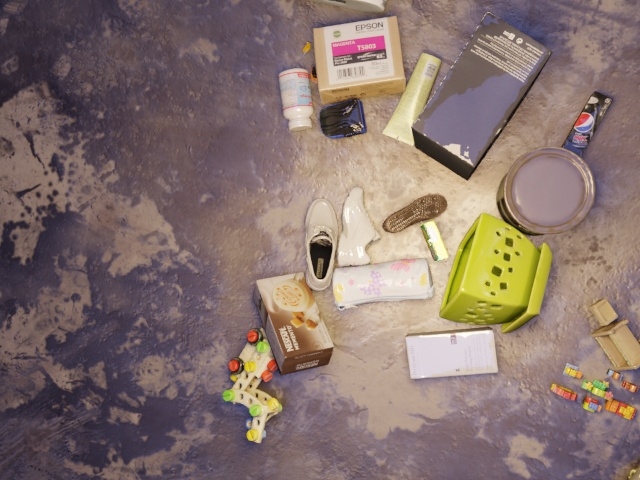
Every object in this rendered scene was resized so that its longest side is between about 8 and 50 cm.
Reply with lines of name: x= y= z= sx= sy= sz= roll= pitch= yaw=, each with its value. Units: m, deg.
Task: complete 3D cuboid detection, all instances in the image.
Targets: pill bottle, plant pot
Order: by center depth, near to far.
plant pot: x=0.442 y=0.098 z=1.697 sx=0.207 sy=0.227 sz=0.228 roll=21 pitch=67 yaw=3
pill bottle: x=-0.066 y=-0.390 z=1.890 sx=0.087 sy=0.087 sz=0.160 roll=-8 pitch=88 yaw=10

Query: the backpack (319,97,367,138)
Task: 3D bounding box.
backpack: x=0.062 y=-0.324 z=1.858 sx=0.120 sy=0.101 sz=0.098 roll=-10 pitch=86 yaw=14

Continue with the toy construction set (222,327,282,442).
toy construction set: x=-0.137 y=0.366 z=1.861 sx=0.328 sy=0.151 sz=0.215 roll=-49 pitch=58 yaw=-1

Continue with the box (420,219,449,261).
box: x=0.297 y=0.002 z=1.771 sx=0.043 sy=0.179 sz=0.105 roll=-22 pitch=86 yaw=10

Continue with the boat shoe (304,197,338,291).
boat shoe: x=0.000 y=0.000 z=1.835 sx=0.096 sy=0.088 sz=0.268 roll=9 pitch=68 yaw=-4

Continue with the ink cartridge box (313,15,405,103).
ink cartridge box: x=0.104 y=-0.487 z=1.832 sx=0.234 sy=0.088 sz=0.193 roll=-8 pitch=76 yaw=6

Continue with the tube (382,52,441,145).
tube: x=0.255 y=-0.387 z=1.850 sx=0.070 sy=0.062 sz=0.240 roll=31 pitch=102 yaw=51

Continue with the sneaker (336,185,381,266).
sneaker: x=0.110 y=-0.034 z=1.846 sx=0.115 sy=0.090 sz=0.232 roll=7 pitch=75 yaw=2

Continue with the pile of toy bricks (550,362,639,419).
pile of toy bricks: x=0.711 y=0.383 z=1.727 sx=0.212 sy=0.105 sz=0.118 roll=20 pitch=93 yaw=10

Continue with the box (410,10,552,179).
box: x=0.386 y=-0.335 z=1.677 sx=0.179 sy=0.343 sz=0.313 roll=35 pitch=96 yaw=8

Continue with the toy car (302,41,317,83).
toy car: x=-0.015 y=-0.494 z=1.918 sx=0.040 sy=0.060 sz=0.122 roll=-36 pitch=59 yaw=51

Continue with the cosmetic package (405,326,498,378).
cosmetic package: x=0.347 y=0.299 z=1.807 sx=0.231 sy=0.085 sz=0.118 roll=-8 pitch=87 yaw=9

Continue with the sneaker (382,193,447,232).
sneaker: x=0.251 y=-0.076 z=1.843 sx=0.188 sy=0.071 sz=0.066 roll=-22 pitch=94 yaw=-13

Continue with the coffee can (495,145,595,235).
coffee can: x=0.546 y=-0.113 z=1.678 sx=0.201 sy=0.275 sz=0.202 roll=0 pitch=89 yaw=11

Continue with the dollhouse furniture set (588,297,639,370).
dollhouse furniture set: x=0.784 y=0.213 z=1.741 sx=0.160 sy=0.101 sz=0.182 roll=-30 pitch=83 yaw=-16

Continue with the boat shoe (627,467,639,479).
boat shoe: x=0.839 y=0.614 z=1.709 sx=0.305 sy=0.091 sz=0.109 roll=-37 pitch=125 yaw=12

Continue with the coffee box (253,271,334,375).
coffee box: x=-0.076 y=0.217 z=1.800 sx=0.141 sy=0.098 sz=0.247 roll=-9 pitch=53 yaw=-20

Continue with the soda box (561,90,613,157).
soda box: x=0.689 y=-0.298 z=1.763 sx=0.053 sy=0.060 sz=0.169 roll=29 pitch=95 yaw=10

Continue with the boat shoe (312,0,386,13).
boat shoe: x=0.015 y=-0.745 z=1.857 sx=0.366 sy=0.136 sz=0.157 roll=15 pitch=92 yaw=7

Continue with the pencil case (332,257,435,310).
pencil case: x=0.166 y=0.116 z=1.821 sx=0.273 sy=0.124 sz=0.114 roll=-8 pitch=124 yaw=9
